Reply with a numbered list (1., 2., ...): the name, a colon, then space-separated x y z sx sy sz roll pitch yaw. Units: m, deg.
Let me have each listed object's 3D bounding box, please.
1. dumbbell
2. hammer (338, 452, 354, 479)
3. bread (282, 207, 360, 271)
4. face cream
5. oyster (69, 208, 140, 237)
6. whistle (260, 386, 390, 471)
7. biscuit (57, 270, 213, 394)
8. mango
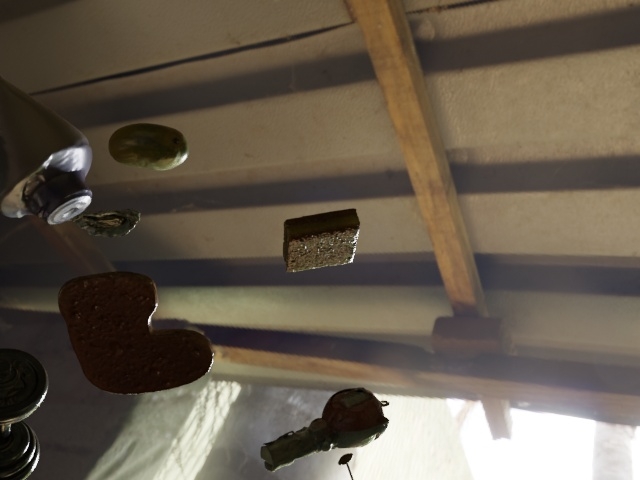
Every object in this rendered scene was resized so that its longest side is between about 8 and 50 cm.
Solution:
1. dumbbell: -0.704 0.397 1.458 0.179 0.179 0.406 25 -51 1
2. hammer: 0.055 0.383 1.018 0.014 0.029 0.123 0 -68 57
3. bread: 0.000 0.000 0.855 0.094 0.035 0.090 -10 -32 -11
4. face cream: -0.447 -0.196 0.838 0.420 0.137 0.235 49 -30 0
5. oyster: -0.349 -0.038 1.055 0.100 0.037 0.098 18 -28 -28
6. whistle: 0.024 0.422 1.489 0.142 0.346 0.134 39 -49 42
7. biscuit: -0.360 0.176 1.309 0.262 0.052 0.277 -13 -68 2
8. mango: -0.368 -0.194 1.387 0.190 0.086 0.122 -2 -13 16
